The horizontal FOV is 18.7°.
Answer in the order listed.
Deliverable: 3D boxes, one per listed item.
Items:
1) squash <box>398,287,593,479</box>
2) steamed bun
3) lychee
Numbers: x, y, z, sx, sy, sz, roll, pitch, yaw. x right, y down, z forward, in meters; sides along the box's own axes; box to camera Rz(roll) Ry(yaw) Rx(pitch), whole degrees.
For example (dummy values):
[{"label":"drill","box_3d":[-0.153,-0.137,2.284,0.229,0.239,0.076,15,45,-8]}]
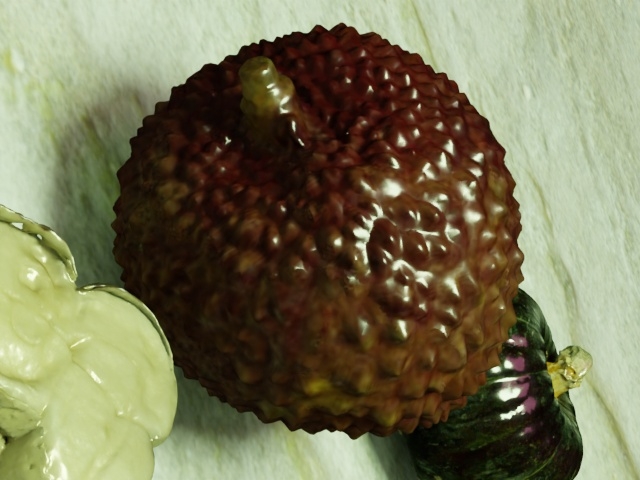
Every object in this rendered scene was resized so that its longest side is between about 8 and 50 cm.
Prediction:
[{"label":"squash","box_3d":[0.129,0.124,1.517,0.193,0.155,0.193,5,90,-69]},{"label":"steamed bun","box_3d":[-0.178,0.092,1.115,0.177,0.106,0.192,34,38,-38]},{"label":"lychee","box_3d":[0.000,0.000,1.282,0.304,0.275,0.276,65,27,-43]}]
